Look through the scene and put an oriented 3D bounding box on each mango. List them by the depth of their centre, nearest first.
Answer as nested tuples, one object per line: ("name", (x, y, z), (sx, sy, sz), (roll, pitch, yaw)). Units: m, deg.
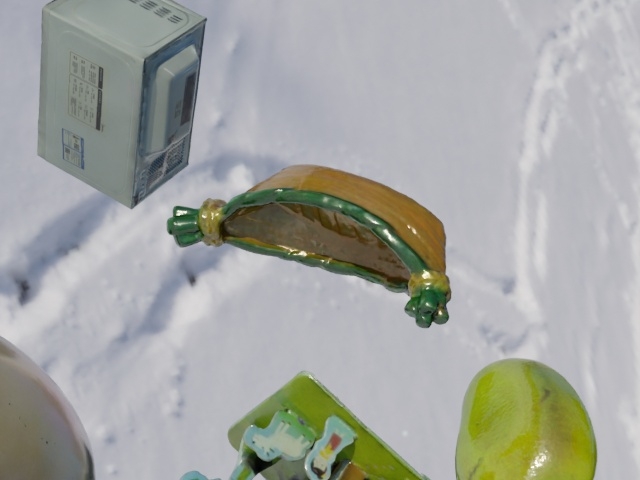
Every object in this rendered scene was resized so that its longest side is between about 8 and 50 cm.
("mango", (0.162, 0.160, 1.017), (0.089, 0.117, 0.163), (31, 43, -29))

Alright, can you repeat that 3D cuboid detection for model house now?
("model house", (-0.024, 0.385, 1.539), (0.357, 0.242, 0.313), (44, 45, -5))

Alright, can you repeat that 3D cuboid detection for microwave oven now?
("microwave oven", (-0.220, -0.168, 1.424), (0.122, 0.162, 0.208), (-45, 157, -44))

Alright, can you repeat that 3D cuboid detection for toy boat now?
("toy boat", (0.000, 0.000, 0.934), (0.088, 0.229, 0.089), (-56, 151, -31))

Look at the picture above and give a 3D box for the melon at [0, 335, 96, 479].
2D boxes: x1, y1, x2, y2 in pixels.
("melon", (-0.301, 0.162, 0.950), (0.317, 0.223, 0.223), (39, 36, -51))
